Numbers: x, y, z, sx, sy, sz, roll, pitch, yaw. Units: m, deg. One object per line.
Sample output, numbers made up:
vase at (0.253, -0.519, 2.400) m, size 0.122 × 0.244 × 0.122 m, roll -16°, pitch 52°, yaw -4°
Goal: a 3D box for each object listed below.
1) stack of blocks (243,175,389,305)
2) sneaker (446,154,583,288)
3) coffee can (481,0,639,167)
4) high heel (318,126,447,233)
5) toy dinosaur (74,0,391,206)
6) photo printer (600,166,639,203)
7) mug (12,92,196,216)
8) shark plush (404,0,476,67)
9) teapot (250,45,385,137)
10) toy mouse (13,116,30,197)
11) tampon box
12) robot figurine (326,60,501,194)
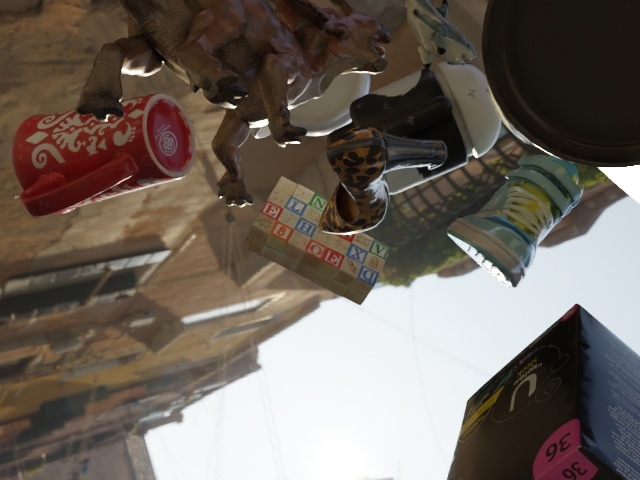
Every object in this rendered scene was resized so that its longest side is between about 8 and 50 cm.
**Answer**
stack of blocks at (0.000, 0.000, 1.616) m, size 0.297 × 0.171 × 0.087 m, roll 28°, pitch -41°, yaw -1°
sneaker at (0.295, -0.047, 1.036) m, size 0.127 × 0.319 × 0.208 m, roll 43°, pitch -81°, yaw 3°
coffee can at (0.256, -0.175, 0.672) m, size 0.202 × 0.275 × 0.201 m, roll 2°, pitch -81°, yaw 13°
high heel at (0.023, -0.074, 0.975) m, size 0.261 × 0.186 × 0.093 m, roll -36°, pitch -115°, yaw 46°
toy dinosaur at (-0.075, -0.161, 0.543) m, size 0.127 × 0.296 × 0.200 m, roll -16°, pitch -119°, yaw 33°
photo printer at (0.547, -0.139, 1.137) m, size 0.256 × 0.107 × 0.307 m, roll 43°, pitch 4°, yaw 3°
mug at (-0.232, -0.081, 0.772) m, size 0.169 × 0.113 × 0.150 m, roll -9°, pitch -118°, yaw 24°
shark plush at (0.156, -0.317, 1.015) m, size 0.161 × 0.067 × 0.073 m, roll 59°, pitch -10°, yaw 9°
teapot at (-0.010, -0.330, 1.533) m, size 0.187 × 0.256 × 0.252 m, roll 25°, pitch 75°, yaw -82°
toy mouse at (-0.421, -0.129, 1.128) m, size 0.031 × 0.161 × 0.143 m, roll 1°, pitch -65°, yaw 50°
tampon box at (0.150, 0.139, 0.429) m, size 0.101 × 0.161 × 0.120 m, roll 40°, pitch -62°, yaw 2°
robot figurine at (0.153, -0.184, 1.169) m, size 0.209 × 0.278 × 0.173 m, roll -100°, pitch 164°, yaw -50°
